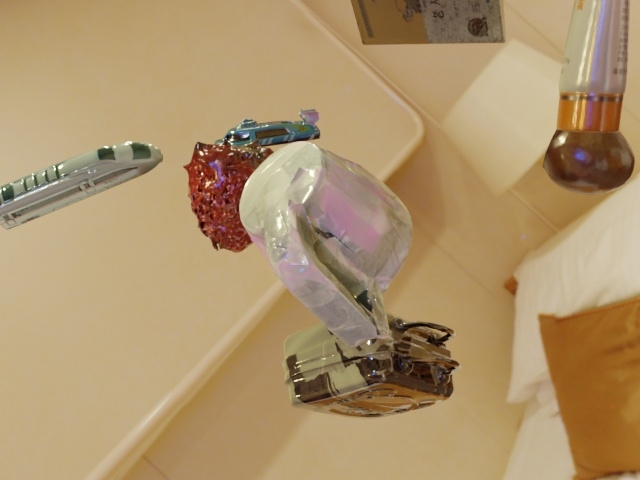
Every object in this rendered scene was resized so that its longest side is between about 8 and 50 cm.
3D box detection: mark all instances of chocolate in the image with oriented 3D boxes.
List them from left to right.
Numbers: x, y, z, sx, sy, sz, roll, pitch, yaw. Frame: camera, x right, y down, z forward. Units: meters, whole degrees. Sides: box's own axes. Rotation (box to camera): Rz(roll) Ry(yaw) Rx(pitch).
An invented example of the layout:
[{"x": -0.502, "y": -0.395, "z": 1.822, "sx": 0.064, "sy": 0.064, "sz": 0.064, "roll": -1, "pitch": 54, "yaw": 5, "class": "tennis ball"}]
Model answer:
[{"x": 0.530, "y": -0.165, "z": 1.334, "sx": 0.177, "sy": 0.176, "sz": 0.177, "roll": -48, "pitch": -1, "yaw": -2, "class": "chocolate"}]

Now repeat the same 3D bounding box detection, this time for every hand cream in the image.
[{"x": 0.388, "y": -0.307, "z": 0.937, "sx": 0.139, "sy": 0.089, "sz": 0.314, "roll": -35, "pitch": -49, "yaw": -75, "class": "hand cream"}]

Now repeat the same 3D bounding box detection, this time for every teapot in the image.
[{"x": -0.011, "y": 0.001, "z": 0.758, "sx": 0.163, "sy": 0.178, "sz": 0.222, "roll": -12, "pitch": 52, "yaw": 39, "class": "teapot"}]

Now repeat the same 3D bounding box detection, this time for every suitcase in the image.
[{"x": 0.131, "y": 0.254, "z": 1.441, "sx": 0.339, "sy": 0.194, "sz": 0.351, "roll": -24, "pitch": -30, "yaw": 31, "class": "suitcase"}]

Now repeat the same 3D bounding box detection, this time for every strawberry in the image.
[{"x": -0.143, "y": -0.076, "z": 1.174, "sx": 0.187, "sy": 0.184, "sz": 0.202, "roll": -149, "pitch": 61, "yaw": -73, "class": "strawberry"}]

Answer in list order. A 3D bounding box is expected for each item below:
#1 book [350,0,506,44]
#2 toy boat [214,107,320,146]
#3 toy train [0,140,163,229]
[{"x": 0.244, "y": -0.591, "z": 1.638, "sx": 0.032, "sy": 0.388, "sz": 0.269, "roll": -59, "pitch": -38, "yaw": -33, "class": "book"}, {"x": -0.153, "y": -0.311, "z": 1.918, "sx": 0.298, "sy": 0.092, "sz": 0.134, "roll": -8, "pitch": 16, "yaw": -6, "class": "toy boat"}, {"x": -0.576, "y": -0.152, "z": 1.611, "sx": 0.406, "sy": 0.086, "sz": 0.088, "roll": -23, "pitch": -33, "yaw": -4, "class": "toy train"}]
